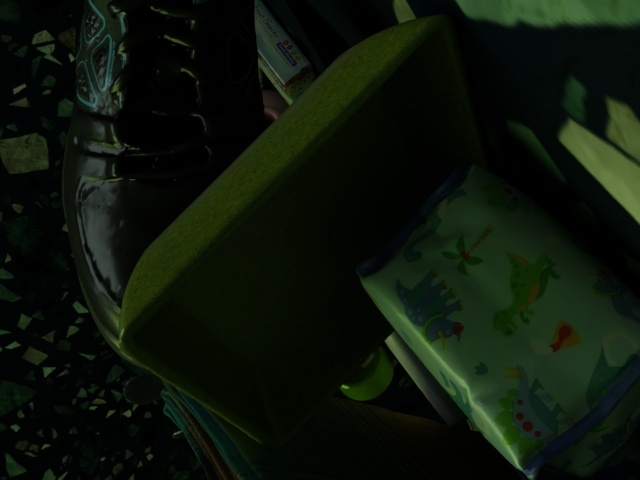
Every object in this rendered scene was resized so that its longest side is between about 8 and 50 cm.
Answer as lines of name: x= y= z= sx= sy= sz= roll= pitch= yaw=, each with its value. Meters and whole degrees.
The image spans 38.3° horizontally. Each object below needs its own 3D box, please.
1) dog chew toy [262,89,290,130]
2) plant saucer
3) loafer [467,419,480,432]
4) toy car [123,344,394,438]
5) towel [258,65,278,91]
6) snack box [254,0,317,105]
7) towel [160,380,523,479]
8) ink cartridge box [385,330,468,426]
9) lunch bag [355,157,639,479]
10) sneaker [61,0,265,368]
dog chew toy: x=-0.055 y=-0.076 z=1.128 sx=0.207 sy=0.206 sz=0.332 roll=54 pitch=171 yaw=14
plant saucer: x=0.000 y=0.000 z=0.448 sx=0.045 sy=0.188 sz=0.188 roll=41 pitch=173 yaw=30
loafer: x=0.205 y=0.200 z=0.931 sx=0.267 sy=0.096 sz=0.084 roll=56 pitch=173 yaw=-8
toy car: x=-0.062 y=0.089 z=0.753 sx=0.149 sy=0.188 sz=0.155 roll=54 pitch=179 yaw=45
towel: x=-0.143 y=-0.248 z=1.309 sx=0.235 sy=0.121 sz=0.284 roll=62 pitch=178 yaw=23
snack box: x=-0.055 y=-0.200 z=0.929 sx=0.141 sy=0.037 sz=0.100 roll=54 pitch=-179 yaw=14
towel: x=0.097 y=0.180 z=0.576 sx=0.370 sy=0.040 sz=0.271 roll=19 pitch=-170 yaw=-30
ink cartridge box: x=0.061 y=0.010 z=0.742 sx=0.237 sy=0.100 sz=0.172 roll=54 pitch=180 yaw=-8
lunch bag: x=0.104 y=0.050 z=0.439 sx=0.129 sy=0.096 sz=0.151 roll=51 pitch=-168 yaw=31
sneaker: x=-0.093 y=-0.098 z=0.520 sx=0.140 sy=0.125 sz=0.341 roll=96 pitch=170 yaw=-74
